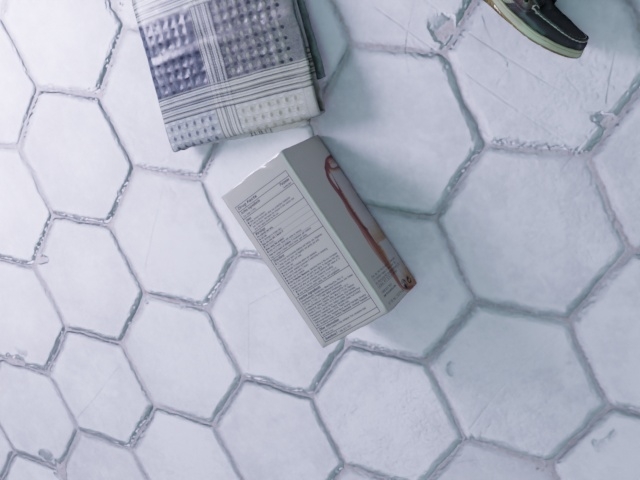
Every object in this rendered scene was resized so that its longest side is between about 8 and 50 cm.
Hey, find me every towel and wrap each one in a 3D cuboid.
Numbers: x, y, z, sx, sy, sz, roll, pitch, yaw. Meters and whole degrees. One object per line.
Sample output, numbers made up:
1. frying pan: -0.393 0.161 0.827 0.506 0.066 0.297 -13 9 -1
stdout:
1. towel: -0.151 -0.319 1.300 0.324 0.056 0.312 -8 101 31

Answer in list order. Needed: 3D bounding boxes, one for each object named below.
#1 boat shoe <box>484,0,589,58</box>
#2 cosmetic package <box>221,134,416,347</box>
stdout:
1. boat shoe: 0.268 -0.329 1.054 0.223 0.080 0.073 43 127 13
2. cosmetic package: 0.000 0.000 1.283 0.153 0.129 0.296 -32 92 34
